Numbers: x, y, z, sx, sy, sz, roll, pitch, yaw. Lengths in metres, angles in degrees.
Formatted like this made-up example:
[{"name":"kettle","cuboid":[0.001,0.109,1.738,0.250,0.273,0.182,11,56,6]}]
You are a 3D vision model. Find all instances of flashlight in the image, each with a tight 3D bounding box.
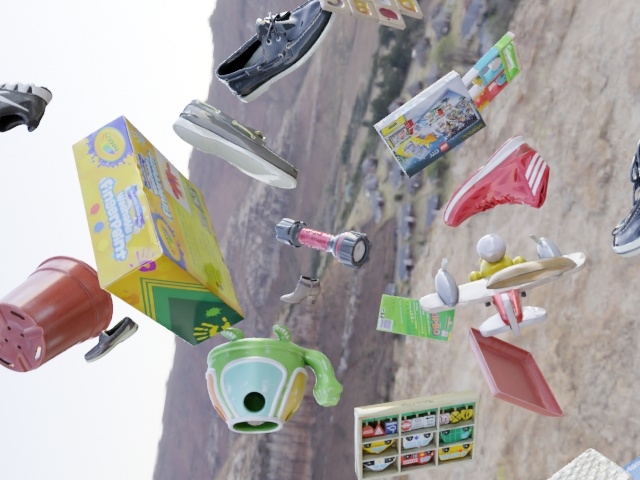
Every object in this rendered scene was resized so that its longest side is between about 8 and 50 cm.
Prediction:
[{"name":"flashlight","cuboid":[0.000,0.000,1.955,0.103,0.304,0.103,-38,-50,-38]}]

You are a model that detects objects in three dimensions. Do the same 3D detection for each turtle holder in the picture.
[{"name":"turtle holder","cuboid":[-0.132,0.369,1.758,0.243,0.320,0.227,-47,37,47]}]

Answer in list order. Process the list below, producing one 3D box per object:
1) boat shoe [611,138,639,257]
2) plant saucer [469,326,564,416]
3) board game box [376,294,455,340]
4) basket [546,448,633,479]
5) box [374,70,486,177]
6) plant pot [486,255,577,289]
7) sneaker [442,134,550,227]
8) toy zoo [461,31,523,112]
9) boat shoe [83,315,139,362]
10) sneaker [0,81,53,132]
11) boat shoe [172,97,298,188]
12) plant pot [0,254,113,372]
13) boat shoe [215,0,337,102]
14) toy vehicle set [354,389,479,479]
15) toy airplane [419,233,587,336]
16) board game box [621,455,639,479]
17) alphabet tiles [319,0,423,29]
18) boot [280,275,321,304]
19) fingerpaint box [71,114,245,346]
[{"name":"boat shoe","cuboid":[0.656,-0.141,1.259,0.187,0.156,0.500,-39,-21,-24]},{"name":"plant saucer","cuboid":[0.552,0.390,1.991,0.047,0.258,0.259,-54,27,25]},{"name":"board game box","cuboid":[0.324,0.262,2.322,0.039,0.259,0.124,24,-106,-60]},{"name":"basket","cuboid":[0.491,0.484,1.272,0.113,0.167,0.103,31,145,56]},{"name":"box","cuboid":[0.271,-0.282,1.691,0.159,0.233,0.044,52,-173,-31]},{"name":"plant pot","cuboid":[0.545,0.082,1.791,0.236,0.236,0.032,117,142,-73]},{"name":"sneaker","cuboid":[0.341,-0.080,1.308,0.221,0.128,0.087,-51,-22,25]},{"name":"toy zoo","cuboid":[0.523,-0.502,2.199,0.293,0.030,0.192,-46,-31,2]},{"name":"boat shoe","cuboid":[-0.524,0.241,1.698,0.049,0.152,0.056,58,167,-26]},{"name":"sneaker","cuboid":[-0.647,-0.260,1.325,0.078,0.234,0.106,120,155,-68]},{"name":"boat shoe","cuboid":[-0.177,-0.217,1.541,0.091,0.305,0.109,-64,3,-21]},{"name":"plant pot","cuboid":[-0.760,0.213,1.889,0.265,0.272,0.272,-52,-26,-65]},{"name":"boat shoe","cuboid":[-0.107,-0.431,1.496,0.340,0.113,0.127,-26,49,42]},{"name":"toy vehicle set","cuboid":[0.205,0.417,1.470,0.035,0.267,0.166,-121,26,-66]},{"name":"toy airplane","cuboid":[0.539,0.117,2.072,0.384,0.386,0.272,0,113,57]},{"name":"board game box","cuboid":[0.724,0.449,1.399,0.281,0.027,0.145,-53,-2,31]},{"name":"alphabet tiles","cuboid":[0.051,-0.537,1.353,0.011,0.285,0.342,122,146,-43]},{"name":"boot","cuboid":[-0.057,0.147,2.054,0.042,0.118,0.087,-95,9,-63]},{"name":"fingerpaint box","cuboid":[-0.391,-0.017,1.650,0.371,0.163,0.444,51,-169,-55]}]
